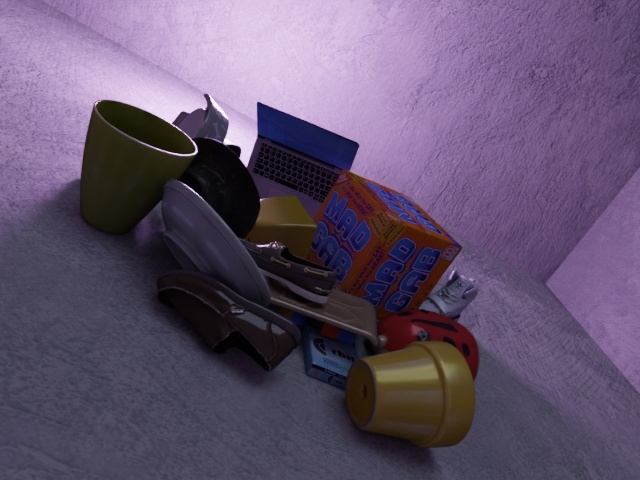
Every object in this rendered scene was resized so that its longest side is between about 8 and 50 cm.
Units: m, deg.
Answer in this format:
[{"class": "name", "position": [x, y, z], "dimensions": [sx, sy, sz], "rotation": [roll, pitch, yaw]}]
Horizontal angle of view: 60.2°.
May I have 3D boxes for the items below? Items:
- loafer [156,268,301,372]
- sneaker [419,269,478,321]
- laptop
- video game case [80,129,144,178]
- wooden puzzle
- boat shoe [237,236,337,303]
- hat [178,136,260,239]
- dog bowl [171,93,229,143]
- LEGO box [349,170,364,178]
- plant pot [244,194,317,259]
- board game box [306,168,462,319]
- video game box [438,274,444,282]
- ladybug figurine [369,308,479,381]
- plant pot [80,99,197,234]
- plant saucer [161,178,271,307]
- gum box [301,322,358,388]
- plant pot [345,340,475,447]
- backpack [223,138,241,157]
[{"class": "loafer", "position": [-0.227, 0.183, 1.260], "dimensions": [0.365, 0.134, 0.130], "rotation": [23, 55, 9]}, {"class": "sneaker", "position": [0.473, 0.224, 2.126], "dimensions": [0.137, 0.210, 0.365], "rotation": [44, 22, 31]}, {"class": "laptop", "position": [-0.099, -0.254, 2.039], "dimensions": [0.381, 0.408, 0.236], "rotation": [23, 18, 1]}, {"class": "video game case", "position": [-0.565, -0.227, 1.635], "dimensions": [0.206, 0.227, 0.026], "rotation": [17, 45, -37]}, {"class": "wooden puzzle", "position": [0.000, 0.194, 1.590], "dimensions": [0.347, 0.081, 0.322], "rotation": [24, 10, 1]}, {"class": "boat shoe", "position": [-0.107, 0.060, 1.523], "dimensions": [0.324, 0.097, 0.116], "rotation": [27, 10, 16]}, {"class": "hat", "position": [-0.339, -0.121, 1.575], "dimensions": [0.331, 0.331, 0.134], "rotation": [32, 21, 1]}, {"class": "dog bowl", "position": [-0.453, -0.340, 1.930], "dimensions": [0.102, 0.349, 0.349], "rotation": [35, 14, -33]}, {"class": "LEGO box", "position": [0.116, -0.182, 2.612], "dimensions": [0.372, 0.193, 0.500], "rotation": [27, 19, -12]}, {"class": "plant pot", "position": [-0.160, -0.019, 1.789], "dimensions": [0.187, 0.212, 0.212], "rotation": [5, 30, -30]}, {"class": "board game box", "position": [0.195, 0.026, 1.961], "dimensions": [0.356, 0.357, 0.356], "rotation": [18, 23, -35]}, {"class": "video game box", "position": [0.376, 0.161, 2.169], "dimensions": [0.187, 0.205, 0.048], "rotation": [-18, 88, -68]}, {"class": "ladybug figurine", "position": [0.345, 0.331, 1.740], "dimensions": [0.449, 0.162, 0.305], "rotation": [15, 26, -41]}, {"class": "plant pot", "position": [-0.512, -0.171, 1.459], "dimensions": [0.274, 0.294, 0.275], "rotation": [28, 19, -10]}, {"class": "plant saucer", "position": [-0.289, 0.037, 1.384], "dimensions": [0.400, 0.100, 0.400], "rotation": [41, -22, 21]}, {"class": "gum box", "position": [0.030, 0.313, 1.483], "dimensions": [0.156, 0.041, 0.184], "rotation": [25, 20, -17]}, {"class": "plant pot", "position": [0.201, 0.368, 1.335], "dimensions": [0.238, 0.254, 0.254], "rotation": [7, 28, -23]}, {"class": "backpack", "position": [-0.400, -0.310, 2.139], "dimensions": [0.144, 0.188, 0.166], "rotation": [39, 21, 21]}]
